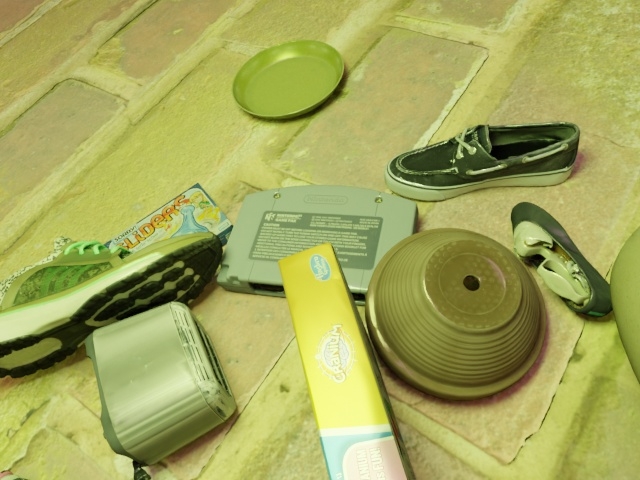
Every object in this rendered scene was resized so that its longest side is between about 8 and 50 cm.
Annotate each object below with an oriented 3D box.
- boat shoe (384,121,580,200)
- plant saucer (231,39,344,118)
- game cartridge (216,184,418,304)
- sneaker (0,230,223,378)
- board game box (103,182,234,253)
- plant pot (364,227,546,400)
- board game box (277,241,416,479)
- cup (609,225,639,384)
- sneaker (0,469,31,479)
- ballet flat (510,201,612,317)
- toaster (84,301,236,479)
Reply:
[{"bbox_3d":[0.250,-0.137,0.831,0.302,0.102,0.108,-2,55,13],"label":"boat shoe"},{"bbox_3d":[-0.066,-0.332,1.093,0.241,0.037,0.240,-7,54,11],"label":"plant saucer"},{"bbox_3d":[0.000,0.000,0.833,0.298,0.062,0.198,4,53,18],"label":"game cartridge"},{"bbox_3d":[-0.355,0.049,0.790,0.411,0.158,0.181,-22,63,-3],"label":"sneaker"},{"bbox_3d":[-0.262,-0.001,0.912,0.201,0.035,0.136,-36,55,-11],"label":"board game box"},{"bbox_3d":[0.179,0.075,0.663,0.238,0.109,0.237,0,64,0],"label":"plant pot"},{"bbox_3d":[0.047,0.195,0.565,0.064,0.242,0.316,-19,52,3],"label":"board game box"},{"bbox_3d":[0.450,0.077,0.530,0.331,0.330,0.237,-23,27,-2],"label":"cup"},{"bbox_3d":[-0.413,0.391,0.658,0.077,0.072,0.178,8,63,7],"label":"sneaker"},{"bbox_3d":[0.315,0.022,0.717,0.074,0.074,0.203,-26,55,-4],"label":"ballet flat"},{"bbox_3d":[-0.213,0.192,0.706,0.147,0.129,0.227,-27,52,-7],"label":"toaster"}]
